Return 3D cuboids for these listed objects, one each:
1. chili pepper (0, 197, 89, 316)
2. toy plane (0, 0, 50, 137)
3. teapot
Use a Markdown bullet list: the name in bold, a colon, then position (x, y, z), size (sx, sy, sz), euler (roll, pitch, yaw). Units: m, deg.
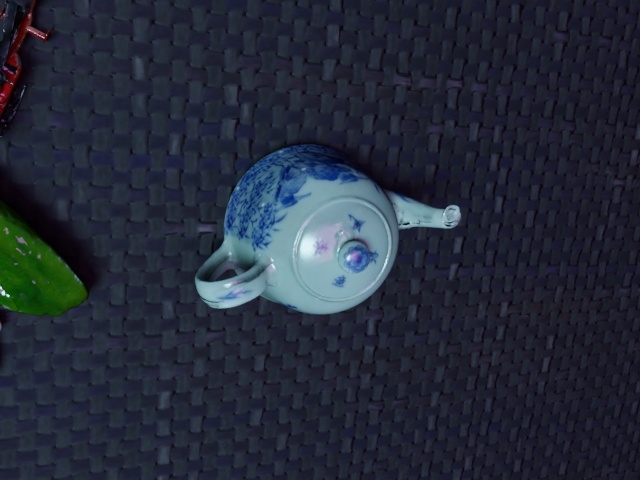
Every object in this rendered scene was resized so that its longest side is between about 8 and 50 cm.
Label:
- **chili pepper**: position (-0.289, -0.020, 0.474), size (0.257, 0.100, 0.074), euler (45, 47, -23)
- **toy plane**: position (-0.240, -0.128, 0.475), size (0.037, 0.060, 0.145), euler (24, 79, -25)
- **teapot**: position (0.000, 0.000, 0.555), size (0.232, 0.159, 0.158), euler (-20, 110, -16)
